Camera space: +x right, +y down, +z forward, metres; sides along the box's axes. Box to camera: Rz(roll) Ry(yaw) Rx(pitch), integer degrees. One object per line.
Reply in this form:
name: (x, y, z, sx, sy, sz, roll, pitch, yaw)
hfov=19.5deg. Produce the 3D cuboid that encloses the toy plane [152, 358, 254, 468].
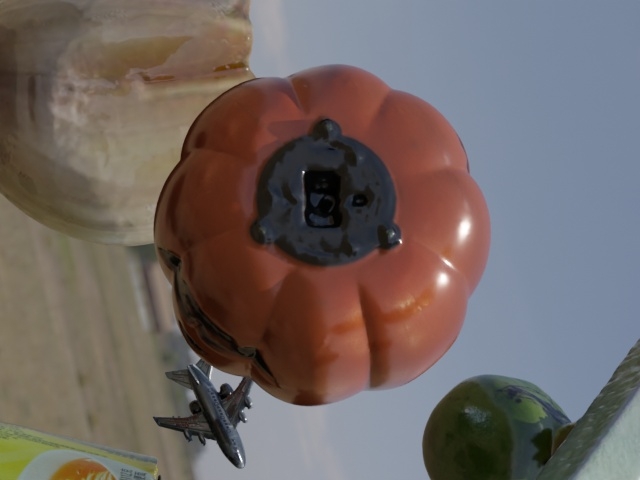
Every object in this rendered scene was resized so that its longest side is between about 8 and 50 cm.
toy plane: (-0.070, 0.116, 1.258, 0.083, 0.079, 0.031, 61, 7, 9)

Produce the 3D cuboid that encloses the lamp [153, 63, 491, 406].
lamp: (0.000, 0.000, 1.033, 0.164, 0.188, 0.187, 107, -31, -74)

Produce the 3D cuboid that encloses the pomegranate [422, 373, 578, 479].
pomegranate: (0.189, 0.184, 1.652, 0.191, 0.152, 0.131, -10, -106, 45)

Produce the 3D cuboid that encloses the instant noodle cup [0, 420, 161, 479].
instant noodle cup: (-0.220, 0.236, 1.254, 0.264, 0.200, 0.264, -171, -90, -85)

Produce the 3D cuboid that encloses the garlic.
garlic: (-0.147, -0.104, 1.284, 0.110, 0.228, 0.217, 49, 30, -84)

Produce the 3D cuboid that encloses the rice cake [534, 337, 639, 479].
rice cake: (0.146, 0.112, 0.857, 0.042, 0.222, 0.080, -20, -71, 50)
